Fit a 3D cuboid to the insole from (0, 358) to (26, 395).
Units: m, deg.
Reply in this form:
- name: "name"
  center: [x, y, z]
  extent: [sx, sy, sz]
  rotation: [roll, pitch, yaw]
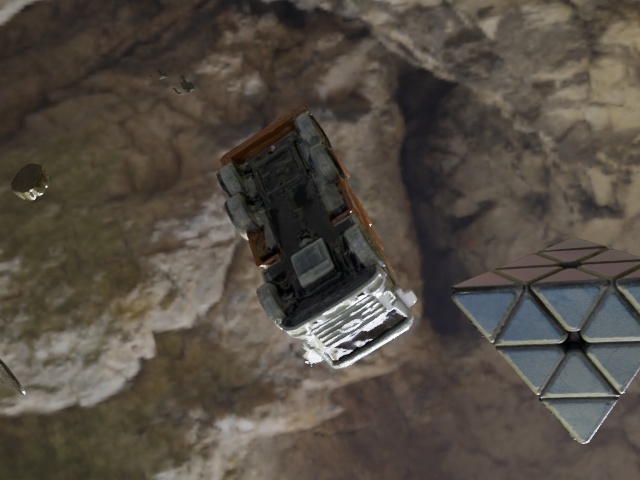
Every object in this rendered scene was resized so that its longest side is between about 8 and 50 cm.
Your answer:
- name: "insole"
  center: [-0.364, 0.139, 1.192]
  extent: [0.193, 0.006, 0.065]
  rotation: [5, -49, 60]

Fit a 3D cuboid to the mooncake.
- name: "mooncake"
  center: [-0.336, -0.178, 1.666]
  extent: [0.150, 0.347, 0.057]
  rotation: [50, -23, 36]

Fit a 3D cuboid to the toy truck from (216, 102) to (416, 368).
- name: "toy truck"
  center: [0.000, 0.000, 1.505]
  extent: [0.207, 0.173, 0.387]
  rotation: [49, 14, -42]

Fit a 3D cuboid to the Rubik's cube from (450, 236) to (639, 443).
- name: "Rubik's cube"
  center: [0.236, 0.054, 0.943]
  extent: [0.178, 0.191, 0.211]
  rotation: [-27, -123, 48]
